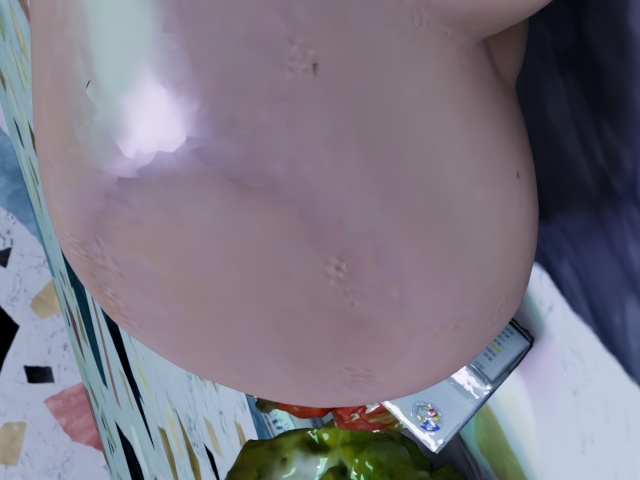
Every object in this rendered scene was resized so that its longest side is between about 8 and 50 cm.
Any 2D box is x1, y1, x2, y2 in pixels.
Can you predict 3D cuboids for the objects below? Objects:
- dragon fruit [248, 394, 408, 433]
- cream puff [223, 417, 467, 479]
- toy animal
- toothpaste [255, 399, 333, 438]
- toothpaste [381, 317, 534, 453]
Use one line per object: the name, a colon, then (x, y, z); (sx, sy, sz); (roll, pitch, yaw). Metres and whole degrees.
dragon fruit: (-0.017, 0.005, 0.665); (0.120, 0.127, 0.161); (88, 161, -71)
cream puff: (0.015, 0.210, 0.726); (0.282, 0.185, 0.282); (-158, 90, -86)
toy animal: (-0.009, -0.064, 0.454); (0.166, 0.154, 0.250); (11, 128, 25)
toothpaste: (0.006, 0.134, 0.912); (0.218, 0.041, 0.064); (67, 160, 8)
toothpaste: (0.000, 0.000, 0.596); (0.164, 0.034, 0.046); (43, 132, 9)
